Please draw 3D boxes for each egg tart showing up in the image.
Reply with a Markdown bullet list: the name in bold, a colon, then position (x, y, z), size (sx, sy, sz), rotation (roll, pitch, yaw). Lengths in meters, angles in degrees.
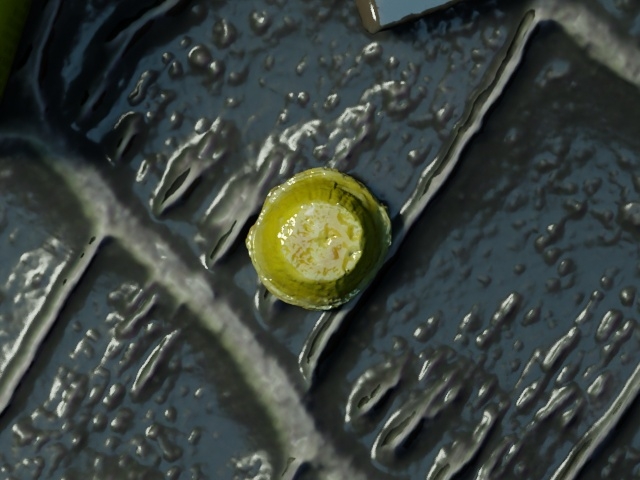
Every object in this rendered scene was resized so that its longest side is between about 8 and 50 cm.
- **egg tart**: position (0.000, 0.000, 1.213), size (0.105, 0.039, 0.105), rotation (0, 91, -2)

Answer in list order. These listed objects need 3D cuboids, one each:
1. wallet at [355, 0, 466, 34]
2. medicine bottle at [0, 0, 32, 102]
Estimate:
- **wallet**: position (0.058, -0.313, 1.213), size (0.165, 0.042, 0.309), rotation (-20, 88, 0)
- **medicine bottle**: position (-0.259, -0.192, 1.161), size (0.137, 0.141, 0.250), rotation (19, 89, -4)
